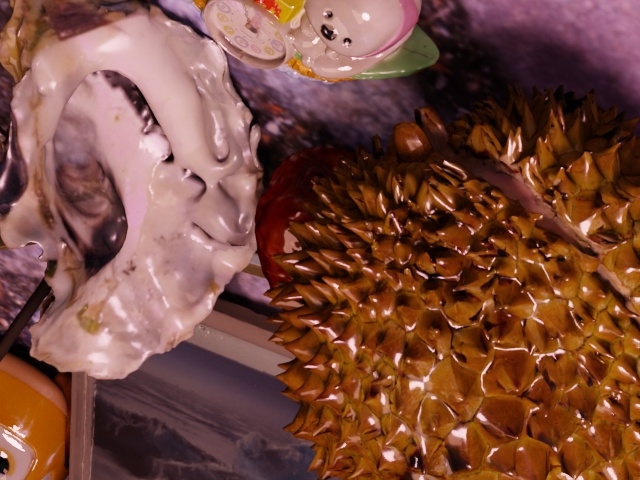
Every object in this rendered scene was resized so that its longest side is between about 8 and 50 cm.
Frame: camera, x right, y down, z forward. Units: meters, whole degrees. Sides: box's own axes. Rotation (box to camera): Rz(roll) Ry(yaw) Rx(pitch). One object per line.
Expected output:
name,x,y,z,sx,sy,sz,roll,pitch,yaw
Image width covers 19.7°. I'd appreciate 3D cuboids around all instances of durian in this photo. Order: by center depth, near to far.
durian,0.132,0.066,1.343,0.348,0.347,0.384,-3,129,36

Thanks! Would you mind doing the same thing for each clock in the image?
clock,-0.015,-0.190,1.316,0.231,0.103,0.144,32,153,-4

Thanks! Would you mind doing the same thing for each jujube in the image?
jujube,0.000,0.000,1.530,0.109,0.112,0.176,57,164,32

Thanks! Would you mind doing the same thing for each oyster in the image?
oyster,-0.171,-0.060,1.507,0.115,0.238,0.351,17,133,60

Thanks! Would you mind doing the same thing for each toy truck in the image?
toy truck,-0.376,0.230,1.996,0.204,0.211,0.288,29,149,-3

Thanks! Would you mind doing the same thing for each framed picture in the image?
framed picture,-0.054,0.219,1.769,0.446,0.028,0.326,19,121,24

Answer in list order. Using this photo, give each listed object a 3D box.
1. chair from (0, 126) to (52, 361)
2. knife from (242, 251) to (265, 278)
chair,-0.445,0.005,1.653,0.410,0.364,0.362,-9,131,47
knife,0.017,0.039,1.641,0.343,0.027,0.061,17,169,18
